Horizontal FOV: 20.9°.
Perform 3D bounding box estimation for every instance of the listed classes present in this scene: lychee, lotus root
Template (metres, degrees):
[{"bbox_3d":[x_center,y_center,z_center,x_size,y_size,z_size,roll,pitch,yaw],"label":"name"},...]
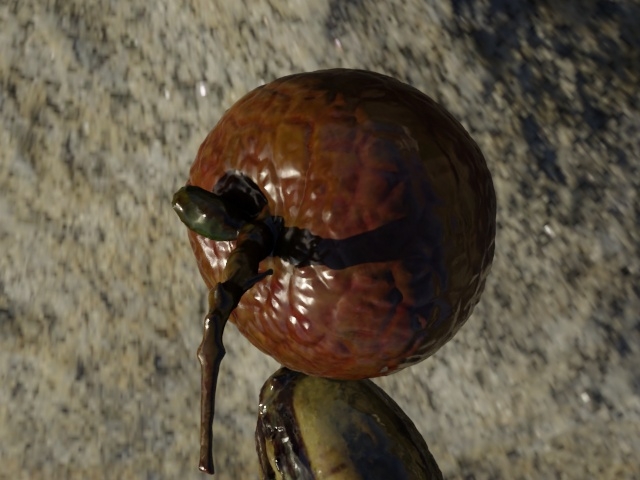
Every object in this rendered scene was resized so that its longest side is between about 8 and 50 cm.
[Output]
[{"bbox_3d":[0.006,-0.002,0.554,0.101,0.140,0.114,-32,76,15],"label":"lychee"},{"bbox_3d":[0.028,0.183,0.931,0.097,0.110,0.258,-6,74,-21],"label":"lotus root"}]
